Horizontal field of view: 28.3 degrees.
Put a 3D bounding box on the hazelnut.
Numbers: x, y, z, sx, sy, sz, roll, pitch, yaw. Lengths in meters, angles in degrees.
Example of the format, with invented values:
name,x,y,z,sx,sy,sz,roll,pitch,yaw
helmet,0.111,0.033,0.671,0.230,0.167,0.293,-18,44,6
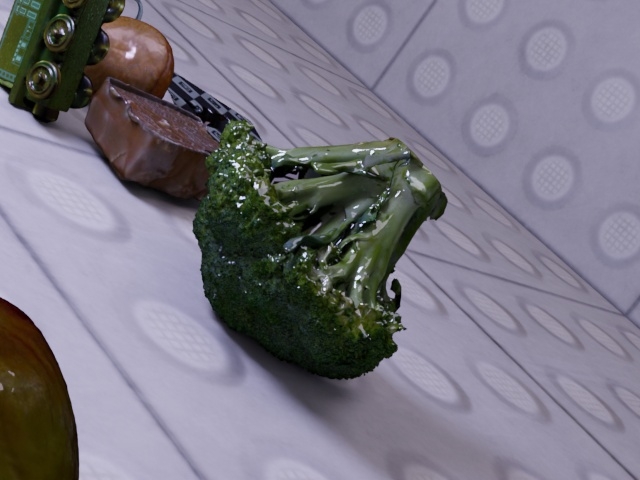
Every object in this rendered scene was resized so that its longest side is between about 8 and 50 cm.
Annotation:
name,x,y,z,sx,sy,sz,roll,pitch,yaw
hazelnut,-0.285,-0.250,1.816,0.150,0.150,0.150,33,15,-10

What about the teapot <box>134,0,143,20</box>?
name,x,y,z,sx,sy,sz,roll,pitch,yaw
teapot,-0.421,-0.424,2.064,0.294,0.129,0.193,30,15,-28

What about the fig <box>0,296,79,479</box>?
name,x,y,z,sx,sy,sz,roll,pitch,yaw
fig,-0.210,0.148,0.776,0.274,0.145,0.170,56,22,18

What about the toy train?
name,x,y,z,sx,sy,sz,roll,pitch,yaw
toy train,-0.339,-0.267,1.609,0.137,0.225,0.090,25,6,29

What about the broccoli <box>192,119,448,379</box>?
name,x,y,z,sx,sy,sz,roll,pitch,yaw
broccoli,0.000,0.000,1.398,0.321,0.283,0.304,52,1,-12

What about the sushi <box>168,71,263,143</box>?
name,x,y,z,sx,sy,sz,roll,pitch,yaw
sushi,-0.169,-0.163,1.976,0.219,0.047,0.231,31,19,-37

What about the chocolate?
name,x,y,z,sx,sy,sz,roll,pitch,yaw
chocolate,-0.210,-0.121,1.659,0.148,0.093,0.214,44,16,33
